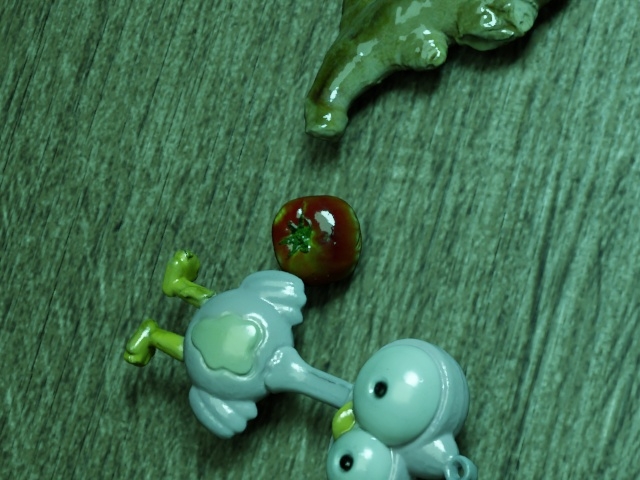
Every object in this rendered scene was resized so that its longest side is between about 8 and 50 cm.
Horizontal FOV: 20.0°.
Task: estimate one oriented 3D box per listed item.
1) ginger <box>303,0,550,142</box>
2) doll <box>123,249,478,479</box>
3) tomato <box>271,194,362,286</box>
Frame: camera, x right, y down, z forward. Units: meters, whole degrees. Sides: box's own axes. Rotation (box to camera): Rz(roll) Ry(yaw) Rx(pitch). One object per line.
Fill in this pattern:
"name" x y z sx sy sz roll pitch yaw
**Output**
"ginger" 0.115 -0.225 1.679 0.333 0.080 0.166 -33 47 18
"doll" -0.008 0.127 1.588 0.365 0.094 0.160 25 87 35
"tomato" 0.000 0.000 1.653 0.087 0.075 0.087 -2 87 28
